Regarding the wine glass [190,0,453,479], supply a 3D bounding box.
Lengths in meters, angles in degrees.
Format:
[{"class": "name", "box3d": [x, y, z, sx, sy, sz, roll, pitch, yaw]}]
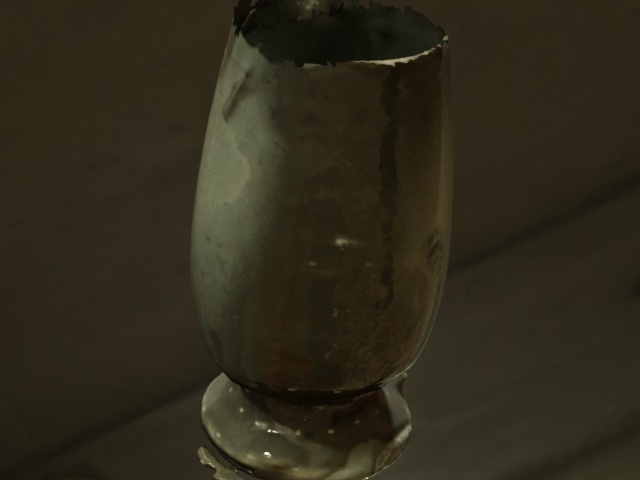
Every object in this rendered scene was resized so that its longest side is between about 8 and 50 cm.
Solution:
[{"class": "wine glass", "box3d": [0.000, 0.000, 0.747, 0.111, 0.111, 0.204, -117, -152, -59]}]
